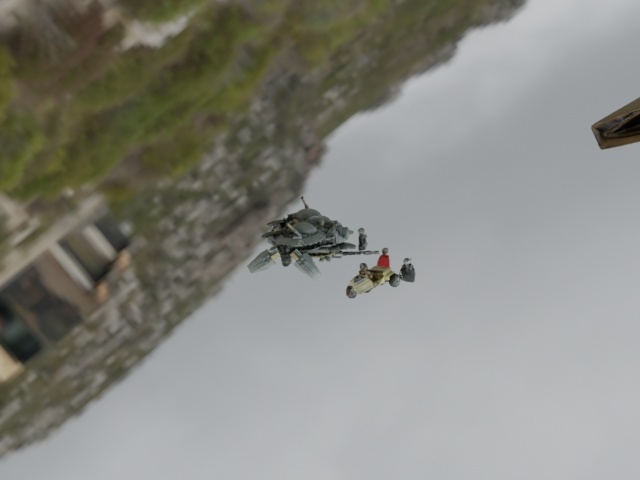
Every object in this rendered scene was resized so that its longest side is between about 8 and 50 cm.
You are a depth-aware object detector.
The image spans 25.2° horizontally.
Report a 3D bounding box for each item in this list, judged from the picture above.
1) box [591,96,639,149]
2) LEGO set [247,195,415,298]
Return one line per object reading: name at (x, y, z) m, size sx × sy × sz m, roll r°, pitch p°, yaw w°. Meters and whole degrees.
box at (0.262, -0.108, 0.746) m, size 0.201 × 0.021 × 0.164 m, roll -30°, pitch -174°, yaw -28°
LEGO set at (0.003, 0.000, 0.560) m, size 0.083 × 0.023 × 0.054 m, roll 9°, pitch -158°, yaw 38°
